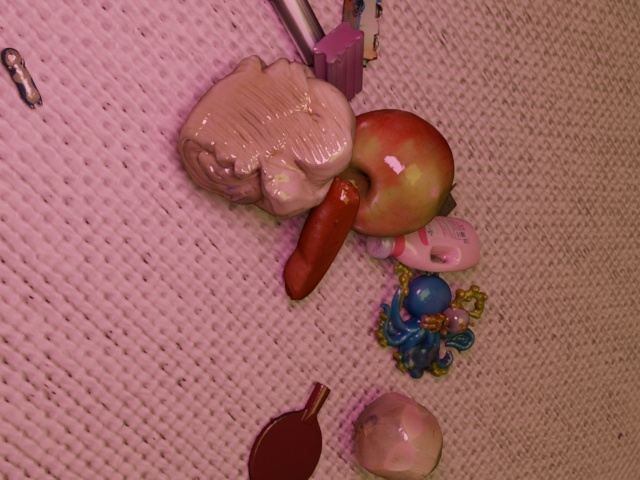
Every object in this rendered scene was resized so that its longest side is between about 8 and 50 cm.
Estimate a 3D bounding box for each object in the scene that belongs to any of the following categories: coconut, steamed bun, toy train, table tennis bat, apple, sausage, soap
[{"bbox_3d":[0.194,0.514,1.984,0.230,0.227,0.227,40,74,-30],"label":"coconut"},{"bbox_3d":[-0.101,-0.209,1.662,0.339,0.247,0.352,38,78,11],"label":"steamed bun"},{"bbox_3d":[0.097,-0.520,1.859,0.072,0.099,0.188,2,96,-31],"label":"toy train"},{"bbox_3d":[-0.065,0.505,1.913,0.200,0.038,0.310,38,76,-32],"label":"table tennis bat"},{"bbox_3d":[0.163,-0.167,1.829,0.277,0.319,0.319,-33,114,-48],"label":"apple"},{"bbox_3d":[0.000,0.001,1.771,0.094,0.097,0.348,0,129,-34],"label":"sausage"},{"bbox_3d":[0.044,-0.404,1.788,0.122,0.065,0.203,-44,158,-20],"label":"soap"}]

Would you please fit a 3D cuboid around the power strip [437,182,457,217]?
[{"bbox_3d":[0.297,-0.072,2.087,0.268,0.034,0.092,-46,118,-21],"label":"power strip"}]

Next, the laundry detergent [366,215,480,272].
[{"bbox_3d":[0.272,0.010,1.995,0.335,0.088,0.159,-1,68,-34],"label":"laundry detergent"}]

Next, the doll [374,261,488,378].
[{"bbox_3d":[0.292,0.223,2.098,0.346,0.099,0.341,4,106,-28],"label":"doll"}]

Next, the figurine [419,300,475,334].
[{"bbox_3d":[0.339,0.211,2.023,0.143,0.068,0.101,25,110,-32],"label":"figurine"}]

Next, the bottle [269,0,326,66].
[{"bbox_3d":[-0.061,-0.525,1.759,0.253,0.080,0.096,60,37,-25],"label":"bottle"}]

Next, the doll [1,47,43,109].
[{"bbox_3d":[-0.579,-0.315,1.470,0.037,0.027,0.125,-38,115,-32],"label":"doll"}]
